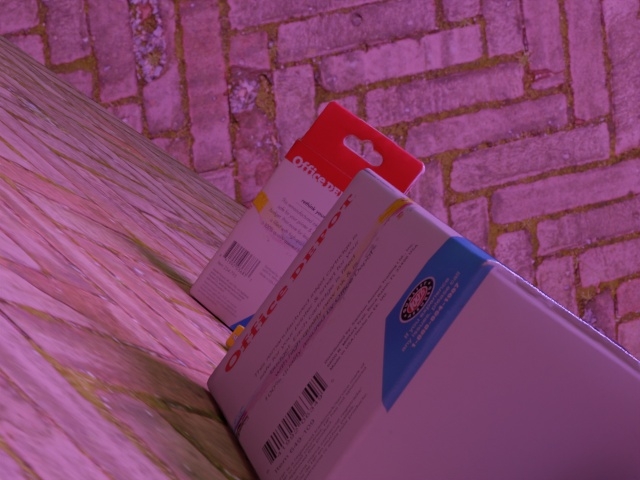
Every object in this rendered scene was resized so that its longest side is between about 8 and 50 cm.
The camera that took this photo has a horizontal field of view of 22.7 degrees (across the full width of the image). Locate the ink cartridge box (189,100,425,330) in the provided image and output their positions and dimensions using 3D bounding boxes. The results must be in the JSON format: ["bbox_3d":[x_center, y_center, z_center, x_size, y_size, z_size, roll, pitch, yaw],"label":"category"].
[{"bbox_3d":[0.000,0.000,1.509,0.134,0.231,0.078,38,3,29],"label":"ink cartridge box"}]

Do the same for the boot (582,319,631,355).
[{"bbox_3d":[0.275,0.214,1.608,0.367,0.146,0.445,14,-17,47],"label":"boot"}]

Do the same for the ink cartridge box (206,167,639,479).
[{"bbox_3d":[0.078,0.106,1.040,0.197,0.198,0.270,35,4,-20],"label":"ink cartridge box"}]

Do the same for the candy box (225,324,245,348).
[{"bbox_3d":[0.012,0.142,1.403,0.105,0.027,0.206,34,1,44],"label":"candy box"}]
